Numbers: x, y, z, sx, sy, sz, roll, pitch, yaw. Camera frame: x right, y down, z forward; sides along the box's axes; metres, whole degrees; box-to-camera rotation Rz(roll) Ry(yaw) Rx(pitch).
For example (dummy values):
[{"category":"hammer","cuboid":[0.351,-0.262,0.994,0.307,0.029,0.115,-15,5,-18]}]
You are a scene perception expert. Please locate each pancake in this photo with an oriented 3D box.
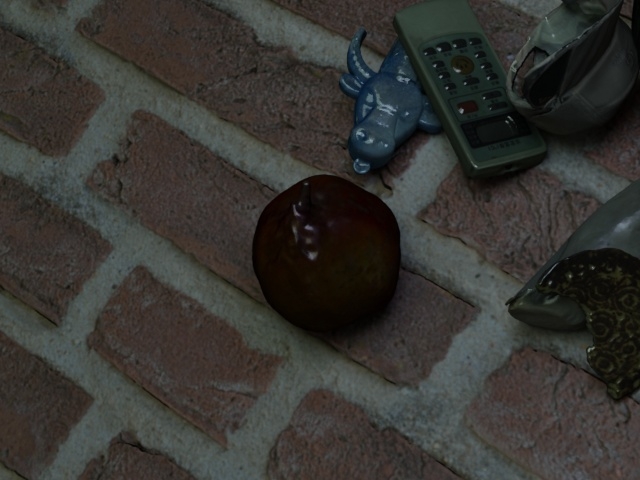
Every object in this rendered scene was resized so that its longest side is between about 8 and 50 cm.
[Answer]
[{"category":"pancake","cuboid":[0.349,0.103,1.723,0.184,0.020,0.191,0,97,-12]}]

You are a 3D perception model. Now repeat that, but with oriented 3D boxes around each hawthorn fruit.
[{"category":"hawthorn fruit","cuboid":[0.000,0.000,1.843,0.208,0.248,0.208,-9,58,15]}]

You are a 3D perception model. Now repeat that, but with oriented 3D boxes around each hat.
[{"category":"hat","cuboid":[0.343,-0.254,1.813,0.161,0.275,0.232,14,60,-1]}]

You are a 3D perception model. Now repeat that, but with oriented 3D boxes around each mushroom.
[{"category":"mushroom","cuboid":[0.388,-0.002,1.778,0.351,0.097,0.109,-39,61,-1]}]

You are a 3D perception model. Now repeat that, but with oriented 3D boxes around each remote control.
[{"category":"remote control","cuboid":[0.203,-0.217,1.935,0.123,0.038,0.285,-13,65,-20]}]

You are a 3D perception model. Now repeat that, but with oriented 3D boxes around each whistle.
[{"category":"whistle","cuboid":[0.108,-0.208,1.984,0.180,0.093,0.269,23,76,4]}]

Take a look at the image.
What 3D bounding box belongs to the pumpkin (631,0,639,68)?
[{"category":"pumpkin","cuboid":[0.597,-0.278,1.673,0.454,0.344,0.455,-1,66,2]}]
